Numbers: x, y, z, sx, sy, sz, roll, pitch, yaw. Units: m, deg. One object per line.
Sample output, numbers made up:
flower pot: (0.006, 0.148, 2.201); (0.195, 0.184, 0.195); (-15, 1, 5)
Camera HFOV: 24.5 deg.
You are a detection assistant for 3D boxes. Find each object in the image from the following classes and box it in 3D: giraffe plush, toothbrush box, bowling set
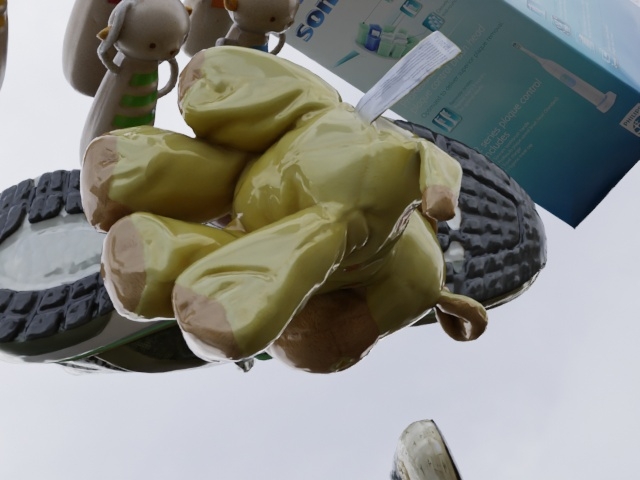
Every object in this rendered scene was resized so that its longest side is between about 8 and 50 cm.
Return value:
giraffe plush: (0.000, 0.000, 0.792); (0.210, 0.181, 0.170); (-26, -36, 2)
toothbrush box: (0.113, -0.176, 1.130); (0.296, 0.216, 0.126); (32, -59, -15)
bowling set: (-0.076, -0.120, 0.880); (0.287, 0.200, 0.154); (-28, -32, -48)

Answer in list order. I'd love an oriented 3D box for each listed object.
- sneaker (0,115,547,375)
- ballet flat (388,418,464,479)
sneaker: (-0.044, 0.025, 1.034); (0.411, 0.158, 0.182); (-5, -27, 13)
ballet flat: (0.042, 0.147, 0.688); (0.049, 0.057, 0.173); (-8, -45, -11)
